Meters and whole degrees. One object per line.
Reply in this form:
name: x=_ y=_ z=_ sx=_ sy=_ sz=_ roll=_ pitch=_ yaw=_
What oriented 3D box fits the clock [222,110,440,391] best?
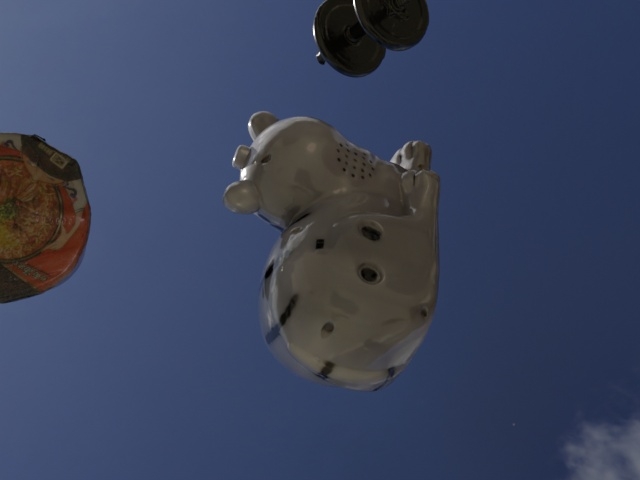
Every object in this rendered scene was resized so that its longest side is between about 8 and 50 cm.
clock: x=0.000 y=0.000 z=0.509 sx=0.117 sy=0.080 sz=0.176 roll=15 pitch=-132 yaw=-10

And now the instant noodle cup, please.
instant noodle cup: x=-0.235 y=-0.008 z=0.703 sx=0.127 sy=0.136 sz=0.127 roll=1 pitch=-98 yaw=-8

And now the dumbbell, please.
dumbbell: x=0.038 y=-0.169 z=0.699 sx=0.069 sy=0.147 sz=0.069 roll=9 pitch=-107 yaw=-32
